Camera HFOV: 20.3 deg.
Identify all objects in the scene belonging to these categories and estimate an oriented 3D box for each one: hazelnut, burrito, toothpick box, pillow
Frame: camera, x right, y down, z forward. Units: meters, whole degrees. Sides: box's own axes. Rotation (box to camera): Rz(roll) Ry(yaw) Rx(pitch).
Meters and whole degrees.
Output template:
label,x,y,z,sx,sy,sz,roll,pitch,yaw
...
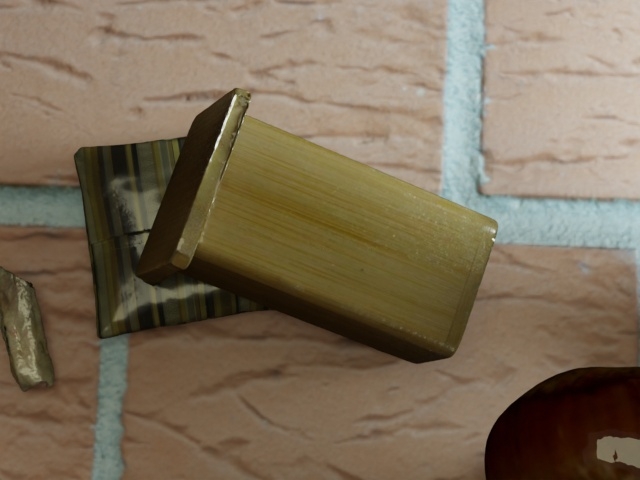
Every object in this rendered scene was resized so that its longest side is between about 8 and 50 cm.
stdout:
label,x,y,z,sx,sy,sz,roll,pitch,yaw
hazelnut,0.280,0.229,1.730,0.251,0.217,0.217,-28,76,30
burrito,-0.316,0.088,1.881,0.055,0.041,0.149,-19,77,11
toothpick box,0.000,0.000,1.800,0.308,0.190,0.187,22,77,-12
pillow,-0.145,-0.013,1.893,0.212,0.052,0.208,-8,77,-5
